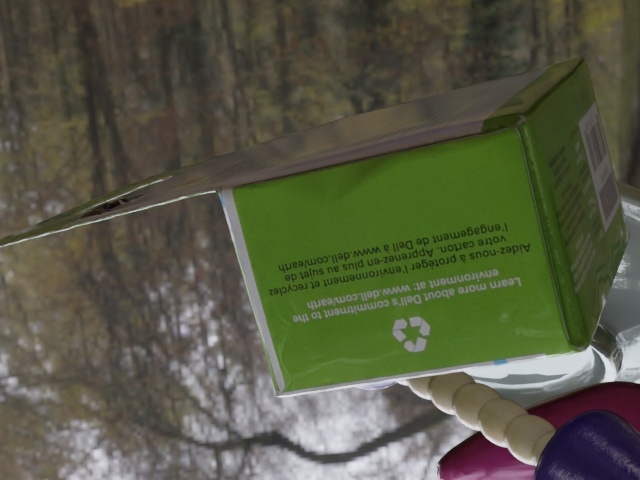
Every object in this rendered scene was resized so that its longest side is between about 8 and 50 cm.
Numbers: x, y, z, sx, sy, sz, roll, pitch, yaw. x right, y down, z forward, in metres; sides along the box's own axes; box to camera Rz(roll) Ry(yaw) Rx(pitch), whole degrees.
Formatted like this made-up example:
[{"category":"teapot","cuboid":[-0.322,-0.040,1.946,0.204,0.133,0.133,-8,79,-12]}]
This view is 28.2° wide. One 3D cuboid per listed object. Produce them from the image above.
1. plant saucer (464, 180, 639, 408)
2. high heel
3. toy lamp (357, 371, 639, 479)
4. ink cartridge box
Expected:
[{"category":"plant saucer","cuboid":[0.170,0.075,1.187,0.400,0.400,0.100,0,-122,19]},{"category":"high heel","cuboid":[0.293,0.213,1.073,0.377,0.181,0.127,-10,152,-10]},{"category":"toy lamp","cuboid":[0.112,0.110,0.795,0.080,0.080,0.274,-13,-154,-29]},{"category":"ink cartridge box","cuboid":[0.000,0.000,0.596,0.255,0.097,0.189,-13,-170,22]}]
